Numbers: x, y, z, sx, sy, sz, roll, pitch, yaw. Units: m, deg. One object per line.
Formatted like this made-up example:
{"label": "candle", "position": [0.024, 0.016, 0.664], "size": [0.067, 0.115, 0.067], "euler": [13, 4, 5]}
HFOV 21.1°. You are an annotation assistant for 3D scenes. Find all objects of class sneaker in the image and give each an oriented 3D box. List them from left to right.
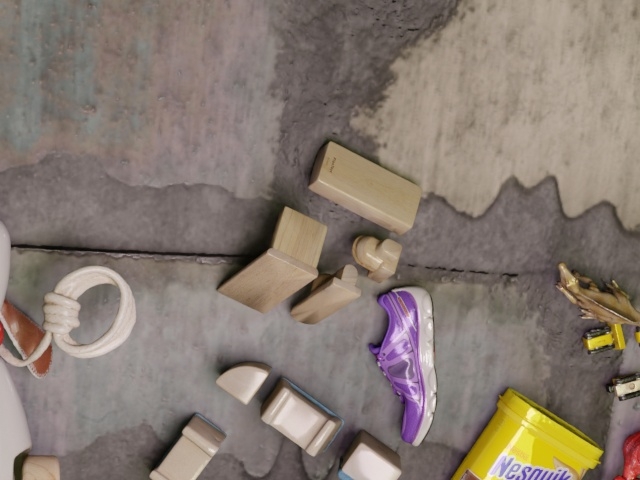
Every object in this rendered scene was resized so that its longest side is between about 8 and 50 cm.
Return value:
{"label": "sneaker", "position": [0.087, 0.133, 1.821], "size": [0.071, 0.068, 0.170], "euler": [-4, 94, 2]}

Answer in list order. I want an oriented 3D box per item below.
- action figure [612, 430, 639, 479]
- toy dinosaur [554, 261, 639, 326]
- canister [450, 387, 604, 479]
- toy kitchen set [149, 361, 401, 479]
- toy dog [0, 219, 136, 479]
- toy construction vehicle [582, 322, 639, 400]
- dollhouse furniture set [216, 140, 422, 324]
{"label": "action figure", "position": [0.443, 0.208, 1.895], "size": [0.280, 0.091, 0.139], "euler": [-43, 95, -2]}
{"label": "toy dinosaur", "position": [0.314, 0.073, 1.837], "size": [0.183, 0.092, 0.053], "euler": [23, 96, -17]}
{"label": "canister", "position": [0.209, 0.263, 1.864], "size": [0.126, 0.073, 0.170], "euler": [32, 94, -17]}
{"label": "toy kitchen set", "position": [-0.046, 0.237, 1.792], "size": [0.207, 0.122, 0.166], "euler": [36, 92, 2]}
{"label": "toy dog", "position": [-0.332, 0.152, 1.690], "size": [0.220, 0.161, 0.333], "euler": [21, 81, -14]}
{"label": "toy construction vehicle", "position": [0.339, 0.127, 1.890], "size": [0.098, 0.035, 0.086], "euler": [-17, 95, -11]}
{"label": "dollhouse furniture set", "position": [0.000, 0.000, 1.780], "size": [0.144, 0.123, 0.151], "euler": [26, 60, -18]}
